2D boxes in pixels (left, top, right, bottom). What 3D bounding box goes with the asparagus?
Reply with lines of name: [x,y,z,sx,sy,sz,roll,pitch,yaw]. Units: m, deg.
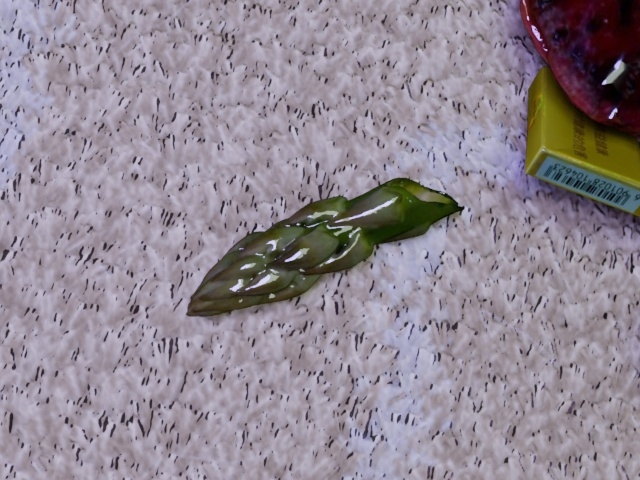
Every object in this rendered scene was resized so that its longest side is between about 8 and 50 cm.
asparagus: [0.000,0.000,0.640,0.287,0.080,0.080,-27,85,-6]

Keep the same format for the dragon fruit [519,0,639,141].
dragon fruit: [0.342,-0.263,0.692,0.329,0.228,0.285,-6,116,-36]

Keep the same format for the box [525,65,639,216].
box: [0.336,-0.074,0.650,0.279,0.041,0.153,21,45,-1]
